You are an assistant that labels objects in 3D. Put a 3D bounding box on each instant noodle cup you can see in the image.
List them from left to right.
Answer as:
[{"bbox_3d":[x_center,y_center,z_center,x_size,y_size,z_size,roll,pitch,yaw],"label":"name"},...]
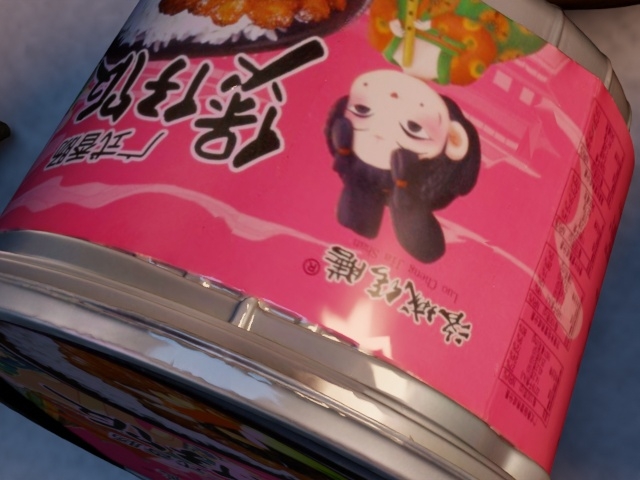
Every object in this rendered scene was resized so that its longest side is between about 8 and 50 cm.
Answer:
[{"bbox_3d":[0.000,0.000,0.620,0.302,0.258,0.182,30,72,-19],"label":"instant noodle cup"}]

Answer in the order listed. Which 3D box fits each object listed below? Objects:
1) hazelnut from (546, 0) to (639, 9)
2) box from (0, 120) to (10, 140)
[{"bbox_3d":[0.101,-0.187,0.643,0.218,0.218,0.234,13,55,12],"label":"hazelnut"},{"bbox_3d":[-0.264,-0.051,0.646,0.184,0.273,0.143,32,90,13],"label":"box"}]
